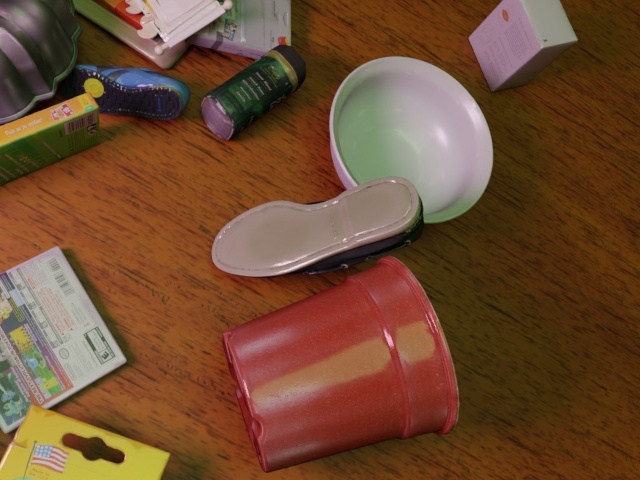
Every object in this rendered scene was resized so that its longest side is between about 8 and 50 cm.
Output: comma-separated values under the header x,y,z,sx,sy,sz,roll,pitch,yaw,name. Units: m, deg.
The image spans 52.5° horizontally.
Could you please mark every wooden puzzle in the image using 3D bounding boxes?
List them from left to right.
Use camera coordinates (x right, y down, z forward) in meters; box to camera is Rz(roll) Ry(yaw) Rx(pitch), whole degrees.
x,y,z,sx,sy,sz,roll,pitch,yaw,name
-0.301,-0.438,1.113,0.238,0.044,0.221,35,66,-6,wooden puzzle

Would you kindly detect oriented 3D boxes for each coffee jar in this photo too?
x,y,z,sx,sy,sz,roll,pitch,yaw,name
-0.109,-0.251,1.093,0.184,0.096,0.079,-42,93,-23,coffee jar

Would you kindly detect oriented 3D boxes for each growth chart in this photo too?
x,y,z,sx,sy,sz,roll,pitch,yaw,name
-0.249,-0.433,1.068,0.172,0.021,0.237,-25,79,2,growth chart

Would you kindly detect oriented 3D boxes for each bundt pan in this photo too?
x,y,z,sx,sy,sz,roll,pitch,yaw,name
-0.526,-0.328,0.932,0.330,0.124,0.331,2,71,-7,bundt pan

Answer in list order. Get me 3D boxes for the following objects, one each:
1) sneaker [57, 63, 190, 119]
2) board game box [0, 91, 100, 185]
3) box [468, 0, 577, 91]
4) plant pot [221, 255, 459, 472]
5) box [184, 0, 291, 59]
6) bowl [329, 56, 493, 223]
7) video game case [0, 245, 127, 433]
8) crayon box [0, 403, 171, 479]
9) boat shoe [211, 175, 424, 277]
x,y,z,sx,sy,sz,roll,pitch,yaw,name
-0.316,-0.247,1.050,0.209,0.069,0.082,9,35,-6,sneaker
-0.442,-0.124,0.928,0.259,0.124,0.039,-33,85,-24,board game box
0.387,-0.390,1.260,0.091,0.170,0.130,-16,81,-22,box
0.013,0.187,0.928,0.265,0.272,0.272,-16,80,-14,plant pot
-0.141,-0.398,1.131,0.186,0.038,0.145,4,80,-28,box
0.136,-0.153,1.126,0.297,0.134,0.298,6,72,-18,bowl
-0.406,0.136,0.919,0.183,0.023,0.201,-30,86,-24,video game case
-0.345,0.396,0.830,0.202,0.081,0.319,25,69,-10,crayon box
0.000,-0.004,1.003,0.340,0.113,0.127,-19,61,17,boat shoe
